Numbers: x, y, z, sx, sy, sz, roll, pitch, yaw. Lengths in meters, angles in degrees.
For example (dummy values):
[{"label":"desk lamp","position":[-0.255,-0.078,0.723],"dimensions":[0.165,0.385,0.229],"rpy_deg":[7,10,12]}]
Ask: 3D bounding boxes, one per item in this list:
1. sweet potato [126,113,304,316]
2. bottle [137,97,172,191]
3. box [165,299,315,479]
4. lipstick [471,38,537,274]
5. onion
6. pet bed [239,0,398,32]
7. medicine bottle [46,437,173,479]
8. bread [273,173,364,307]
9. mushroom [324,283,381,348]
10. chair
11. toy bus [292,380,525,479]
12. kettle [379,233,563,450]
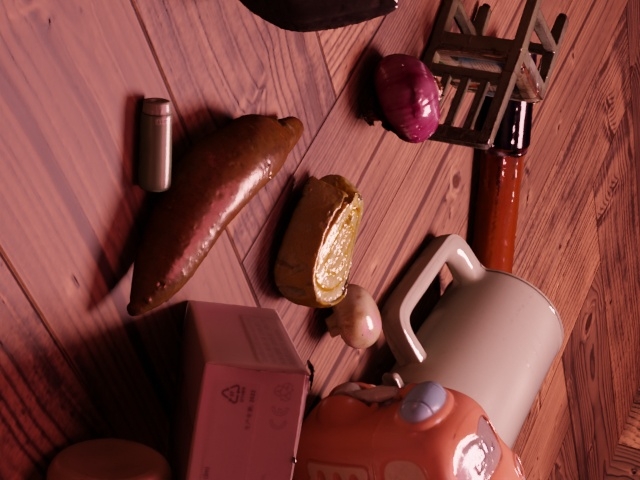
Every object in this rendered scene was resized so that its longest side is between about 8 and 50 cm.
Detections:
[{"label":"sweet potato","position":[-0.093,-0.063,1.366],"dimensions":[0.346,0.079,0.108],"rpy_deg":[-50,173,-47]},{"label":"bottle","position":[-0.150,-0.087,1.275],"dimensions":[0.030,0.030,0.083],"rpy_deg":[-28,126,-59]},{"label":"box","position":[-0.084,0.184,1.326],"dimensions":[0.251,0.106,0.203],"rpy_deg":[-125,-138,-77]},{"label":"lipstick","position":[0.272,-0.098,2.116],"dimensions":[0.077,0.077,0.418],"rpy_deg":[-35,134,-55]},{"label":"onion","position":[0.098,-0.170,1.698],"dimensions":[0.104,0.115,0.115],"rpy_deg":[-27,145,0]},{"label":"pet bed","position":[-0.020,-0.296,1.268],"dimensions":[0.159,0.183,0.211],"rpy_deg":[-65,152,-29]},{"label":"medicine bottle","position":[-0.197,0.314,1.277],"dimensions":[0.114,0.114,0.252],"rpy_deg":[-26,126,-59]},{"label":"bread","position":[0.000,0.000,1.600],"dimensions":[0.117,0.064,0.156],"rpy_deg":[42,63,-67]},{"label":"mushroom","position":[0.039,0.095,1.723],"dimensions":[0.083,0.067,0.083],"rpy_deg":[-22,90,-87]},{"label":"chair","position":[0.221,-0.224,1.869],"dimensions":[0.147,0.136,0.270],"rpy_deg":[48,57,-59]},{"label":"toy bus","position":[0.099,0.276,1.710],"dimensions":[0.194,0.288,0.232],"rpy_deg":[-42,123,-52]},{"label":"kettle","position":[0.181,0.185,1.966],"dimensions":[0.318,0.265,0.205],"rpy_deg":[-51,177,-43]}]
